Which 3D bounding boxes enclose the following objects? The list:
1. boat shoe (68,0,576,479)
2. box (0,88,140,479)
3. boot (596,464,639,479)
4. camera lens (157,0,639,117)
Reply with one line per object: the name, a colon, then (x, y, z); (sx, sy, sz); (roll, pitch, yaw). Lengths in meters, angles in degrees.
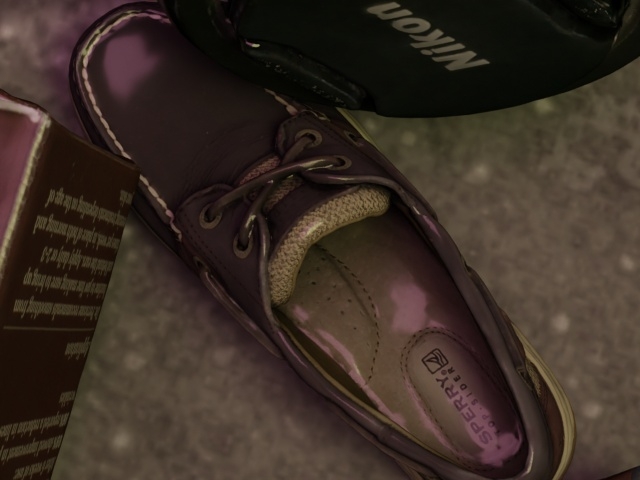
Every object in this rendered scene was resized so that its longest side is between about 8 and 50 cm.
boat shoe: (0.000, 0.000, 0.763); (0.103, 0.092, 0.285); (-40, 82, -5)
box: (-0.194, 0.126, 0.669); (0.143, 0.191, 0.381); (15, 88, 4)
boot: (0.127, 0.208, 0.751); (0.106, 0.082, 0.219); (-21, 89, 21)
camera lens: (0.040, -0.202, 0.722); (0.219, 0.219, 0.274); (0, 69, 0)
